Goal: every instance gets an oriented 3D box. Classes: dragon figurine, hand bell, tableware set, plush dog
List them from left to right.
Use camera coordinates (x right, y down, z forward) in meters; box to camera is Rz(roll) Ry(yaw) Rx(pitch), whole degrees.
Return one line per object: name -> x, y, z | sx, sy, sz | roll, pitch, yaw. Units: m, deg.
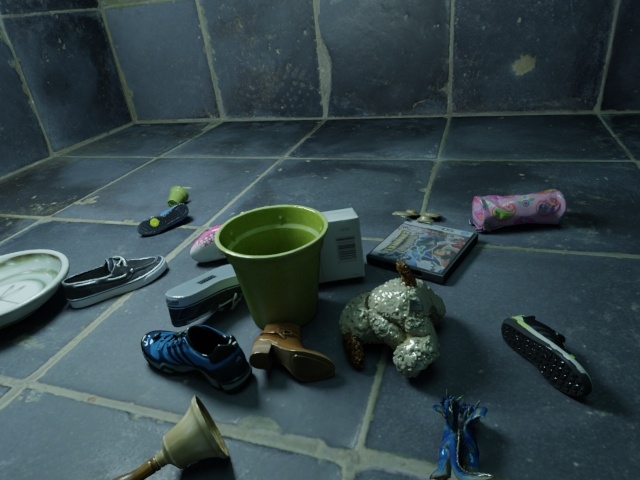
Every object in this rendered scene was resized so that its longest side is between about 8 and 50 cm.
hand bell -> -0.299, 0.397, 0.786 | 0.242, 0.126, 0.126 | -30, 34, -16
plush dog -> 0.142, 0.171, 1.023 | 0.225, 0.211, 0.262 | -23, 18, 28
tableware set -> 0.339, -0.087, 1.554 | 0.141, 0.020, 0.168 | 12, 15, 30
dragon figurine -> 0.222, 0.307, 0.713 | 0.085, 0.289, 0.144 | 1, 67, 17

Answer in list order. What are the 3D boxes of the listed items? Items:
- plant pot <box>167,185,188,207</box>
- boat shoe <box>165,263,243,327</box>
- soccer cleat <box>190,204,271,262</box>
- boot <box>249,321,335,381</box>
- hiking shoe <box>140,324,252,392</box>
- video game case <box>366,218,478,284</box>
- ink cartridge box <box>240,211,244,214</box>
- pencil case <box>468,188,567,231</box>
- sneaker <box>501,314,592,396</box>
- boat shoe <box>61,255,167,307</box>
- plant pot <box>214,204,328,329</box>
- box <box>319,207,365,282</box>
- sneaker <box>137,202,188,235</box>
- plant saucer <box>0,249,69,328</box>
plant pot -> -0.617, -0.177, 1.909 | 0.083, 0.083, 0.079 | -1, 40, 10
boat shoe -> -0.271, 0.144, 1.209 | 0.113, 0.105, 0.306 | 9, 21, 33
soccer cleat -> -0.259, 0.005, 1.431 | 0.331, 0.116, 0.143 | -27, 57, -1
boot -> -0.057, 0.243, 1.027 | 0.197, 0.073, 0.152 | 11, 17, 4
hiking shoe -> -0.291, 0.236, 1.019 | 0.303, 0.132, 0.113 | 7, 31, 24
video game case -> 0.318, 0.023, 1.381 | 0.248, 0.035, 0.275 | 15, 35, 34
ink cartridge box -> -0.242, -0.052, 1.597 | 0.088, 0.052, 0.122 | 6, 27, -16
pencil case -> 0.639, -0.097, 1.457 | 0.283, 0.124, 0.124 | -6, 28, 3
sneaker -> 0.485, 0.221, 0.935 | 0.097, 0.084, 0.235 | -13, 29, -14
boat shoe -> -0.626, 0.098, 1.371 | 0.301, 0.102, 0.108 | -23, 32, -27
plant pot -> -0.107, 0.080, 1.138 | 0.275, 0.254, 0.276 | -4, 28, 2
box -> 0.025, 0.015, 1.292 | 0.181, 0.181, 0.119 | -8, 16, -2
sneaker -> -0.610, -0.075, 1.742 | 0.209, 0.069, 0.082 | -33, 4, -25
plant saucer -> -0.944, 0.165, 1.319 | 0.400, 0.101, 0.400 | -6, 29, 3
